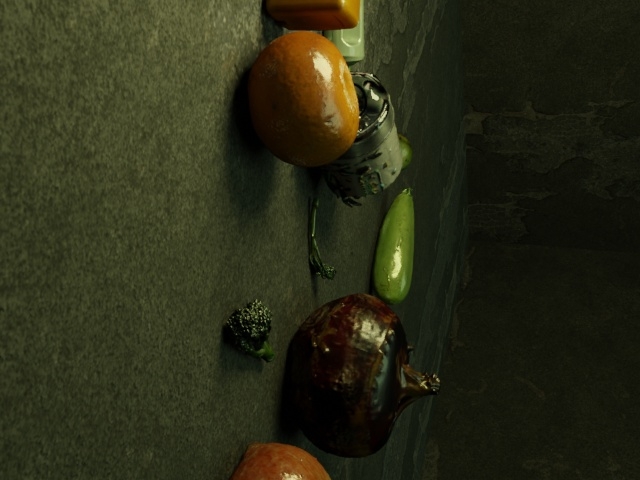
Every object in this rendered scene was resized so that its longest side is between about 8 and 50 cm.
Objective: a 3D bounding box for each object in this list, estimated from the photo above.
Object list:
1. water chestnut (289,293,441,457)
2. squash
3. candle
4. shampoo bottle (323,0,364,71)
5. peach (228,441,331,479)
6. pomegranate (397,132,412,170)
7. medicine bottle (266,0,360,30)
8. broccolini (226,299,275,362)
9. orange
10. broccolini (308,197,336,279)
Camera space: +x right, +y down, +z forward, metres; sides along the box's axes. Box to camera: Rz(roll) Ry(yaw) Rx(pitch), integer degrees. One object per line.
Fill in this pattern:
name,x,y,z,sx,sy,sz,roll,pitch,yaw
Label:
water chestnut,0.098,0.276,1.448,0.350,0.302,0.351,9,90,-70
squash,0.219,0.010,2.040,0.118,0.118,0.371,55,40,-62
candle,0.077,-0.189,1.468,0.330,0.187,0.188,66,34,-57
shampoo bottle,0.049,-0.445,1.460,0.118,0.087,0.234,-52,143,-64
peach,-0.076,0.453,1.192,0.232,0.232,0.233,5,90,-71
pomegranate,0.186,-0.239,1.892,0.130,0.130,0.130,5,90,-71
medicine bottle,-0.005,-0.484,1.193,0.112,0.149,0.222,5,89,-72
broccolini,-0.119,0.167,1.203,0.091,0.068,0.203,-61,168,-26
orange,-0.030,-0.233,1.156,0.224,0.170,0.224,-13,90,-74
broccolini,-0.004,0.004,1.492,0.052,0.054,0.194,-35,128,-42
